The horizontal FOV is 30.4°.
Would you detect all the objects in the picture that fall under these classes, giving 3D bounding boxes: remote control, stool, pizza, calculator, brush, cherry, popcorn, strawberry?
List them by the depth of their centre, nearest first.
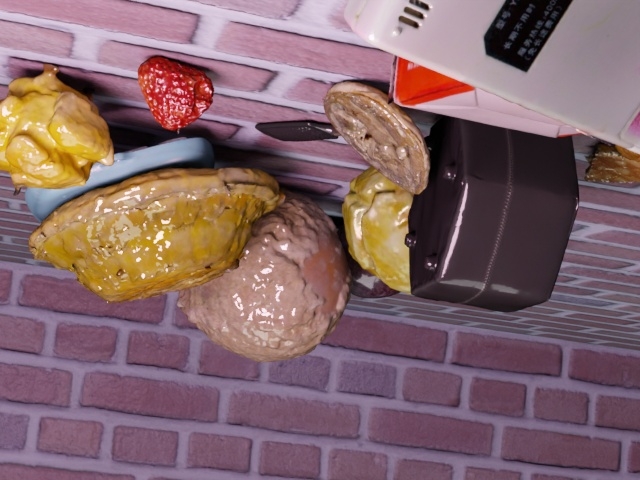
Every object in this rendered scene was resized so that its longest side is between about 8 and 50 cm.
[{"bbox_3d":[0.181,-0.153,0.814,0.344,0.145,0.050,15,-155,-38],"label":"remote control"},{"bbox_3d":[-0.156,-0.156,1.236,0.073,0.073,0.083,-4,151,47],"label":"strawberry"},{"bbox_3d":[0.181,-0.035,1.282,0.141,0.232,0.232,11,170,-9],"label":"stool"},{"bbox_3d":[-0.306,-0.119,1.330,0.148,0.152,0.167,12,-177,-30],"label":"popcorn"},{"bbox_3d":[0.346,-0.097,1.378,0.100,0.029,0.099,-2,160,30],"label":"pizza"},{"bbox_3d":[0.009,-0.131,1.413,0.193,0.016,0.063,0,169,37],"label":"brush"},{"bbox_3d":[0.125,-0.020,1.525,0.204,0.184,0.221,38,169,-4],"label":"popcorn"},{"bbox_3d":[-0.264,-0.074,1.580,0.256,0.054,0.386,-16,174,-8],"label":"calculator"},{"bbox_3d":[0.100,0.022,1.900,0.176,0.140,0.176,-6,173,-1],"label":"cherry"}]

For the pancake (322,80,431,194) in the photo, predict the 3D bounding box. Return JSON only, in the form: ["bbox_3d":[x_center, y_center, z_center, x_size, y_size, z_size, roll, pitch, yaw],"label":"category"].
[{"bbox_3d":[0.063,-0.112,1.264,0.158,0.028,0.158,40,163,14],"label":"pancake"}]

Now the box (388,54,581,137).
[{"bbox_3d":[0.168,-0.149,0.965,0.182,0.099,0.133,9,173,-24],"label":"box"}]

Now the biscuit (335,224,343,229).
[{"bbox_3d":[0.000,0.000,2.119,0.236,0.039,0.180,9,162,-15],"label":"biscuit"}]

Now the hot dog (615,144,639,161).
[{"bbox_3d":[0.355,-0.113,1.196,0.066,0.047,0.215,11,170,-9],"label":"hot dog"}]

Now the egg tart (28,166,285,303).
[{"bbox_3d":[-0.208,-0.002,1.529,0.341,0.132,0.341,-15,173,-2],"label":"egg tart"}]

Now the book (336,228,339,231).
[{"bbox_3d":[0.005,0.002,2.046,0.198,0.016,0.138,10,161,-12],"label":"book"}]

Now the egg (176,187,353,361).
[{"bbox_3d":[-0.085,0.050,1.771,0.279,0.279,0.310,12,-165,-29],"label":"egg"}]
